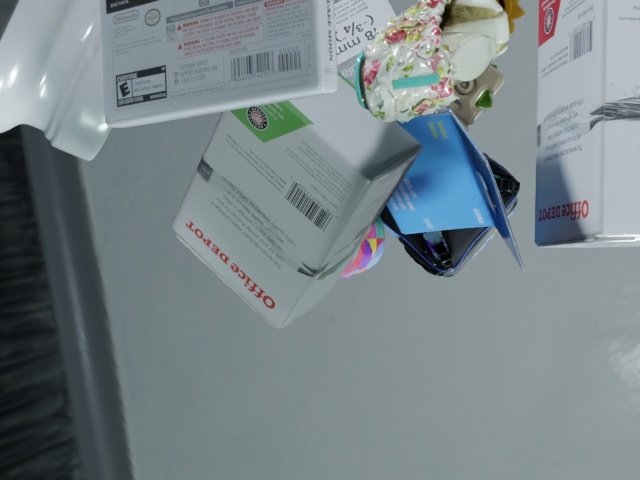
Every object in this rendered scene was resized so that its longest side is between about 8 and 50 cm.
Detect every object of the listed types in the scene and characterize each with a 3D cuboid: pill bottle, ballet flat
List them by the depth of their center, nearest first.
[{"bbox_3d":[0.099,-0.146,0.855,0.077,0.241,0.091,-1,118,24],"label":"ballet flat"},{"bbox_3d":[-0.346,-0.225,1.060,0.363,0.210,0.210,24,117,-15],"label":"pill bottle"}]

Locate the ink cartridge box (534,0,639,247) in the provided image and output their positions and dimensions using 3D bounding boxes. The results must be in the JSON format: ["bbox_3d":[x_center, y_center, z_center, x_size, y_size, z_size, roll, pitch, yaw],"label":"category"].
[{"bbox_3d":[0.290,-0.129,1.112,0.114,0.197,0.273,2,88,-6],"label":"ink cartridge box"}]

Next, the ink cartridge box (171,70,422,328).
[{"bbox_3d":[-0.029,-0.048,1.077,0.160,0.092,0.219,43,133,13],"label":"ink cartridge box"}]

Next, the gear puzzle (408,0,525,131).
[{"bbox_3d":[0.142,-0.204,1.471,0.175,0.044,0.339,42,116,15],"label":"gear puzzle"}]

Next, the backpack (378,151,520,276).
[{"bbox_3d":[0.139,-0.058,1.408,0.173,0.117,0.158,40,90,12],"label":"backpack"}]

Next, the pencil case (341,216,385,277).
[{"bbox_3d":[0.000,0.000,1.279,0.104,0.236,0.104,1,93,19],"label":"pencil case"}]

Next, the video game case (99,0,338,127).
[{"bbox_3d":[-0.072,-0.168,0.729,0.190,0.022,0.173,-4,89,38],"label":"video game case"}]

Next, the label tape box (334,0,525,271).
[{"bbox_3d":[0.079,-0.124,1.202,0.106,0.240,0.334,-27,58,5],"label":"label tape box"}]
